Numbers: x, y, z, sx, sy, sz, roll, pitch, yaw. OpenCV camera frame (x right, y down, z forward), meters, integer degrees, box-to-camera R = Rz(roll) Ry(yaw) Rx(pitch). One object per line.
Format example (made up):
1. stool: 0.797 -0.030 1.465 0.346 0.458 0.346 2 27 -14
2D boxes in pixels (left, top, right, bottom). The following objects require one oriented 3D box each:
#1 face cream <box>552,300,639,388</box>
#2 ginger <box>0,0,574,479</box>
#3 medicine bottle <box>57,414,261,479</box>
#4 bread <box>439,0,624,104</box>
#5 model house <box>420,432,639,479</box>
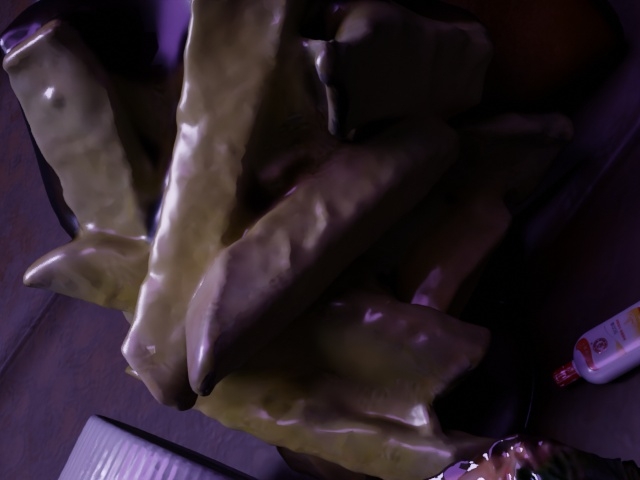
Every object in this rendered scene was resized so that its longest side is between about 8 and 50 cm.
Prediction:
1. face cream: 0.192 0.073 0.777 0.083 0.021 0.040 -36 46 24
2. ginger: 0.000 0.000 0.751 0.358 0.413 0.211 -33 34 10
3. medicine bottle: -0.153 0.332 0.801 0.224 0.224 0.384 13 75 46
4. bread: 0.008 -0.159 0.857 0.333 0.324 0.143 -43 35 18
5. model house: 0.128 0.224 0.630 0.166 0.183 0.172 -32 46 28
